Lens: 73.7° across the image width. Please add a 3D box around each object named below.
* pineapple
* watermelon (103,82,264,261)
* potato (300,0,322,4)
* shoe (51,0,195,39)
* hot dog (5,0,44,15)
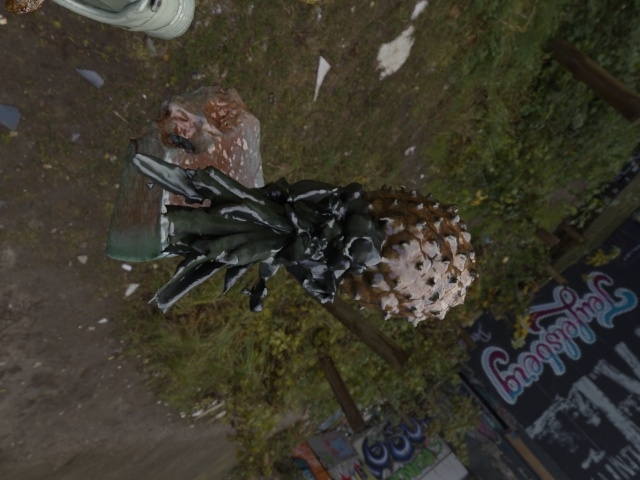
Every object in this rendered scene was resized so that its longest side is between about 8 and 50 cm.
[{"bbox_3d":[0.000,-0.003,0.419,0.364,0.165,0.165,11,127,-36],"label":"pineapple"},{"bbox_3d":[-0.205,-0.082,0.702,0.264,0.151,0.302,-34,149,-53],"label":"watermelon"},{"bbox_3d":[-0.041,-0.671,1.116,0.066,0.103,0.096,-43,172,-45],"label":"potato"},{"bbox_3d":[-0.326,-0.362,0.509,0.342,0.210,0.132,22,108,-19],"label":"shoe"},{"bbox_3d":[-0.514,-0.430,0.746,0.083,0.035,0.058,-48,-165,14],"label":"hot dog"}]
